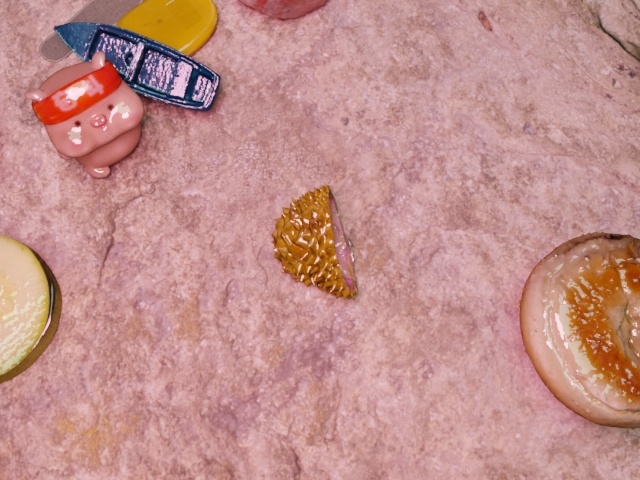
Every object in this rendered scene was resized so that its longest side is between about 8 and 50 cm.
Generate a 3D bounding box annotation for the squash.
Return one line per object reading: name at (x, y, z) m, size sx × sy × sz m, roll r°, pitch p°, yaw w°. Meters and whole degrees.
squash at (-0.548, 0.108, 1.005) m, size 0.252 × 0.049 × 0.252 m, roll 1°, pitch 70°, yaw -4°

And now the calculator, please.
calculator at (-0.301, -0.392, 1.177) m, size 0.235 × 0.032 × 0.146 m, roll -40°, pitch 79°, yaw -12°

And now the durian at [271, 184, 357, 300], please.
durian at (0.001, -0.002, 1.038) m, size 0.132 × 0.165 × 0.182 m, roll 4°, pitch 96°, yaw -33°

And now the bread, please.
bread at (0.458, 0.140, 0.989) m, size 0.305 × 0.159 × 0.306 m, roll 0°, pitch 75°, yaw 0°

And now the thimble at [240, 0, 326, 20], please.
thimble at (-0.076, -0.552, 1.176) m, size 0.239 × 0.162 × 0.239 m, roll 2°, pitch 72°, yaw -6°

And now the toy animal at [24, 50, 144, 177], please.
toy animal at (-0.374, -0.209, 1.030) m, size 0.171 × 0.198 × 0.171 m, roll 0°, pitch 71°, yaw 1°

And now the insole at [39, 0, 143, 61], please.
insole at (-0.437, -0.419, 1.193) m, size 0.232 × 0.003 × 0.080 m, roll -42°, pitch 79°, yaw -14°

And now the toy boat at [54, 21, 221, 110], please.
toy boat at (-0.323, -0.315, 1.111) m, size 0.299 × 0.062 × 0.096 m, roll 22°, pitch 99°, yaw -5°
